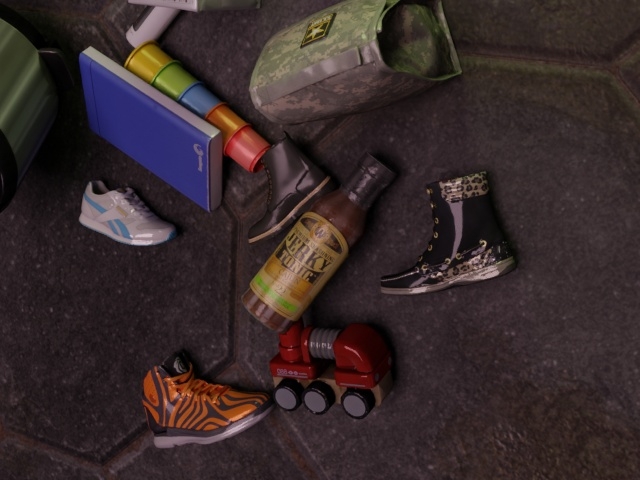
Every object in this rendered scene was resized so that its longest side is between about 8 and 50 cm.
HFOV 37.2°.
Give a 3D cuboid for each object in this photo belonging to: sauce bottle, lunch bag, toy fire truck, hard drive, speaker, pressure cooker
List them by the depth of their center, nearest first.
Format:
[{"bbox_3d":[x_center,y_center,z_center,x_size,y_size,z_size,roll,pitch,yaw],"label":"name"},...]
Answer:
[{"bbox_3d":[0.049,-0.282,1.481,0.235,0.287,0.169,-15,95,32],"label":"lunch bag"},{"bbox_3d":[0.000,0.000,1.644,0.111,0.111,0.344,39,99,15],"label":"sauce bottle"},{"bbox_3d":[0.016,0.170,1.716,0.217,0.158,0.246,1,114,29],"label":"toy fire truck"},{"bbox_3d":[-0.306,-0.417,1.779,0.136,0.055,0.055,-42,81,31],"label":"speaker"},{"bbox_3d":[-0.319,-0.207,1.794,0.318,0.040,0.210,34,148,18],"label":"hard drive"},{"bbox_3d":[-0.709,-0.268,1.843,0.370,0.420,0.375,28,131,-15],"label":"pressure cooker"}]

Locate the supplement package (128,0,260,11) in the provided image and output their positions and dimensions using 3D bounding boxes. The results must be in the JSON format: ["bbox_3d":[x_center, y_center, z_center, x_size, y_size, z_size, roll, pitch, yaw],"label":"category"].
[{"bbox_3d":[-0.205,-0.528,1.606,0.145,0.204,0.262,13,109,25],"label":"supplement package"}]

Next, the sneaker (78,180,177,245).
[{"bbox_3d":[-0.387,-0.052,1.901,0.228,0.087,0.092,18,109,22],"label":"sneaker"}]

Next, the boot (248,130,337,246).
[{"bbox_3d":[-0.085,-0.093,1.714,0.198,0.077,0.137,-38,99,18],"label":"boot"}]

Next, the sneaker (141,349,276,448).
[{"bbox_3d":[-0.245,0.305,1.892,0.321,0.124,0.180,-18,95,31],"label":"sneaker"}]

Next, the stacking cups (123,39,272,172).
[{"bbox_3d":[-0.223,-0.243,1.753,0.316,0.096,0.096,40,118,15],"label":"stacking cups"}]

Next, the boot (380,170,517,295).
[{"bbox_3d":[0.195,-0.008,1.590,0.236,0.085,0.179,-13,94,25],"label":"boot"}]
